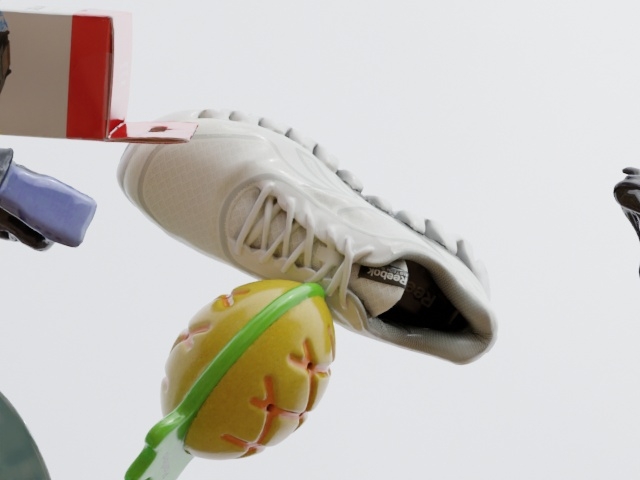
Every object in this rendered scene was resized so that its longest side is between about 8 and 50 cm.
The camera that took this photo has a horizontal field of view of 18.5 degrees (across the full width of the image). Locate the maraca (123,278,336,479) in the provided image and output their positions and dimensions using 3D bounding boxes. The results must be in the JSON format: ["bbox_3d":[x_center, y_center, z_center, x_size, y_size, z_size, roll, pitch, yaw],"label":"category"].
[{"bbox_3d":[-0.061,0.098,1.283,0.099,0.185,0.127,38,-21,18],"label":"maraca"}]

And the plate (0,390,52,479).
[{"bbox_3d":[-0.228,0.171,1.243,0.188,0.024,0.188,14,-69,43],"label":"plate"}]

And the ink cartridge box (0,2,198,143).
[{"bbox_3d":[-0.190,-0.106,1.208,0.231,0.134,0.078,4,-82,-2],"label":"ink cartridge box"}]

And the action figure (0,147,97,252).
[{"bbox_3d":[-0.288,-0.006,0.871,0.341,0.178,0.330,23,-42,-8],"label":"action figure"}]

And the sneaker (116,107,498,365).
[{"bbox_3d":[0.000,0.000,1.350,0.292,0.118,0.110,25,-77,-16],"label":"sneaker"}]

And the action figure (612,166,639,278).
[{"bbox_3d":[0.302,-0.066,1.154,0.141,0.276,0.164,44,-16,19],"label":"action figure"}]
